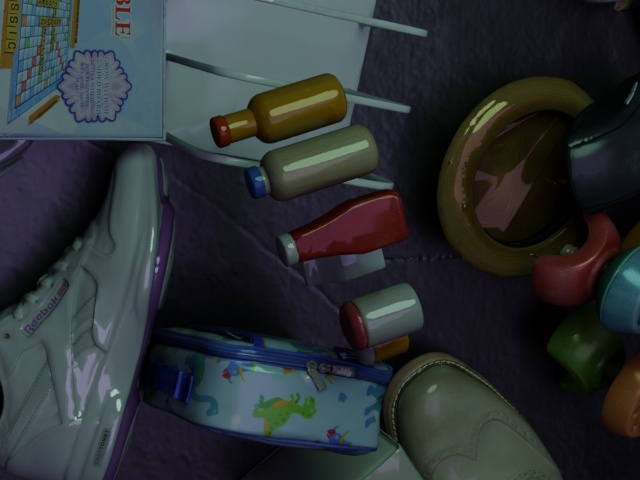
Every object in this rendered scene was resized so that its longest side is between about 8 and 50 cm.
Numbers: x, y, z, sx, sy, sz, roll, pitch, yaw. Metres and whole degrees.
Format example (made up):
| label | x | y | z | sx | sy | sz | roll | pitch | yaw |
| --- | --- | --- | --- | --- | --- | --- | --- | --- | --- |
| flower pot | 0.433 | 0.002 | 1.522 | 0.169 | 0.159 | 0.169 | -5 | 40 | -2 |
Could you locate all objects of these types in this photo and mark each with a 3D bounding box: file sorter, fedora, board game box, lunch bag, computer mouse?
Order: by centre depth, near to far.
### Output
| label | x | y | z | sx | sy | sz | roll | pitch | yaw |
| --- | --- | --- | --- | --- | --- | --- | --- | --- | --- |
| board game box | -0.272 | -0.234 | 1.135 | 0.318 | 0.066 | 0.318 | -1 | 96 | -31 |
| file sorter | -0.016 | -0.195 | 1.232 | 0.193 | 0.173 | 0.277 | 8 | 98 | -24 |
| lunch bag | -0.053 | 0.124 | 1.258 | 0.176 | 0.219 | 0.090 | 11 | 86 | -21 |
| computer mouse | 0.298 | -0.140 | 1.368 | 0.262 | 0.060 | 0.184 | -30 | 113 | -49 |
| fedora | 0.184 | -0.063 | 1.391 | 0.194 | 0.079 | 0.194 | -5 | 105 | -20 |

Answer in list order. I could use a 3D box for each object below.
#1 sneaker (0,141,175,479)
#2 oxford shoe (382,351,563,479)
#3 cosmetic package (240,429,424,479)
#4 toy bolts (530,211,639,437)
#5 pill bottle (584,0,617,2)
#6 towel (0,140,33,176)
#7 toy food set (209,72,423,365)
| label | x | y | z | sx | sy | sz | roll | pitch | yaw |
| --- | --- | --- | --- | --- | --- | --- | --- | --- | --- |
| sneaker | -0.209 | 0.059 | 1.239 | 0.152 | 0.114 | 0.305 | 14 | 87 | -2 |
| oxford shoe | 0.202 | 0.273 | 1.433 | 0.140 | 0.146 | 0.397 | -40 | 112 | -9 |
| cosmetic package | 0.070 | 0.315 | 1.389 | 0.129 | 0.153 | 0.296 | -38 | 111 | -12 |
| toy bolts | 0.320 | 0.064 | 1.386 | 0.218 | 0.158 | 0.228 | -49 | 144 | -12 |
| pill bottle | 0.259 | -0.351 | 1.328 | 0.136 | 0.136 | 0.245 | -28 | 110 | -14 |
| towel | -0.437 | -0.109 | 1.147 | 0.332 | 0.053 | 0.317 | -37 | 112 | -12 |
| toy food set | 0.000 | 0.000 | 1.124 | 0.104 | 0.111 | 0.232 | -18 | 107 | -16 |
